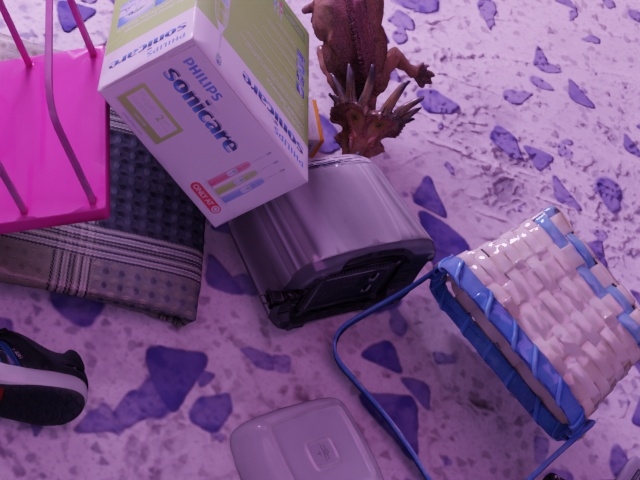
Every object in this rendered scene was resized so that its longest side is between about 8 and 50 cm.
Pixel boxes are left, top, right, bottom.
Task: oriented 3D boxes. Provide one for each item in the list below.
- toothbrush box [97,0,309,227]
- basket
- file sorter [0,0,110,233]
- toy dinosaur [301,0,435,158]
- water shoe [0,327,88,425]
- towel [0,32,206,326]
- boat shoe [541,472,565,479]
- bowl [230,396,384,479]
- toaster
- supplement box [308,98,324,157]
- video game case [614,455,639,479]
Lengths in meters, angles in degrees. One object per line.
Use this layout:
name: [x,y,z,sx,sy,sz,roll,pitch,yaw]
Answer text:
toothbrush box: [-0.113,-0.190,1.679,0.206,0.122,0.283,51,23,-33]
basket: [0.192,0.127,1.697,0.289,0.201,0.255,-33,78,-11]
file sorter: [-0.362,-0.130,1.509,0.290,0.182,0.202,-8,57,5]
toy dinosaur: [0.040,-0.224,1.838,0.200,0.127,0.296,-70,141,-70]
water shoe: [-0.321,0.121,1.519,0.203,0.073,0.080,19,29,-19]
towel: [-0.274,-0.071,1.688,0.324,0.056,0.312,15,55,-20]
boat shoe: [0.202,0.311,1.634,0.076,0.080,0.228,43,48,11]
bowl: [-0.006,0.224,1.606,0.142,0.053,0.142,-13,66,-33]
toaster: [0.000,0.000,1.719,0.227,0.129,0.146,-12,60,-33]
supplement box: [-0.051,-0.133,1.845,0.098,0.036,0.062,5,56,-24]
video game case: [0.360,0.349,1.725,0.173,0.022,0.190,42,48,6]
